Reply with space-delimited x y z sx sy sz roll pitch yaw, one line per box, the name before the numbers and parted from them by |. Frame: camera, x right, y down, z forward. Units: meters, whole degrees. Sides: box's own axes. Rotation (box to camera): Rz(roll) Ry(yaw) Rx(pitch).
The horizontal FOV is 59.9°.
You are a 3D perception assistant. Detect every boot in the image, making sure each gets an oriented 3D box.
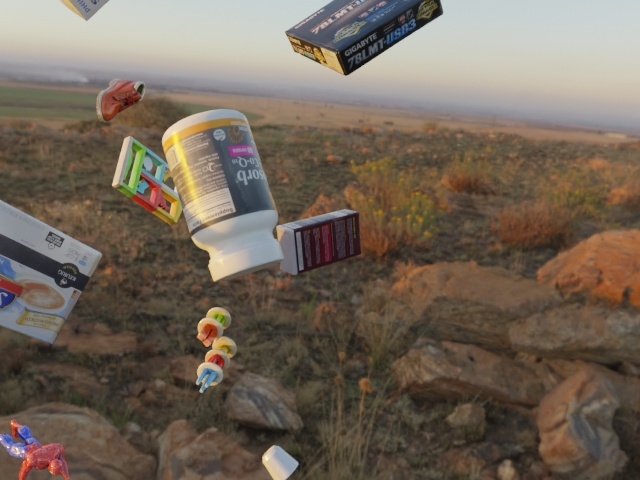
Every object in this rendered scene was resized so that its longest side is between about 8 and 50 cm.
boot | -0.487 -0.345 1.358 0.085 0.059 0.158 5 48 9

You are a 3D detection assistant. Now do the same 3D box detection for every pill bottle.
pill bottle | -0.169 -0.077 0.994 0.162 0.278 0.162 -19 -4 -1

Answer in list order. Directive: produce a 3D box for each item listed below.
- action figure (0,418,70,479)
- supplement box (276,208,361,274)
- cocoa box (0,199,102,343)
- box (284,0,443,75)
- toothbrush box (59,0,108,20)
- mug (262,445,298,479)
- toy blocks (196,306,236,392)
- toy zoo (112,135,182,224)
action figure | -0.654 0.508 1.259 0.280 0.139 0.091 0 9 40
supplement box | 0.000 0.000 1.551 0.239 0.130 0.073 -15 20 -33
cocoa box | -0.708 0.041 1.181 0.231 0.228 0.347 9 -22 40
box | 0.099 -0.543 1.379 0.295 0.073 0.293 -35 41 -8
toothbrush box | -0.437 -0.614 1.059 0.126 0.295 0.216 38 -8 27
mug | -0.094 0.482 1.203 0.064 0.078 0.062 47 55 3
toy blocks | -0.216 0.217 1.097 0.054 0.123 0.148 -5 19 9
toy zoo | -0.532 -0.179 1.799 0.030 0.192 0.293 -17 -37 27
